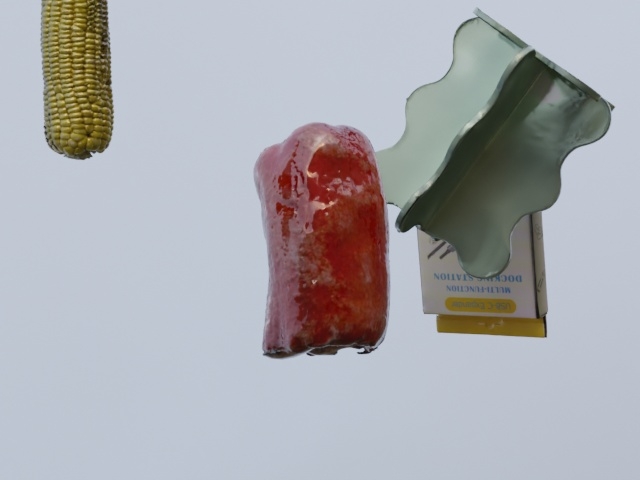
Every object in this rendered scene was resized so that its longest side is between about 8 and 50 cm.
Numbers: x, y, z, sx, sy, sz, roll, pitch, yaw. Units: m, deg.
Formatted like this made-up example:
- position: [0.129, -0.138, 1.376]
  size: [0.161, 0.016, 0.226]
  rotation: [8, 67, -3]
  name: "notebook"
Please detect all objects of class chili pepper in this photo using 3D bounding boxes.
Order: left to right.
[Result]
- position: [0.000, 0.000, 0.871]
  size: [0.073, 0.123, 0.070]
  rotation: [-7, -7, 10]
  name: "chili pepper"

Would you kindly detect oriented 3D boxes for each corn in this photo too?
- position: [-0.245, -0.182, 1.637]
  size: [0.072, 0.203, 0.072]
  rotation: [-3, 3, 0]
  name: "corn"

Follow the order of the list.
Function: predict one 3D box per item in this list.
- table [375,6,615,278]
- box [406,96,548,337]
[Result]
- position: [0.144, -0.082, 1.457]
  size: [0.198, 0.166, 0.166]
  rotation: [-55, -28, 9]
  name: "table"
- position: [0.155, -0.022, 1.603]
  size: [0.129, 0.247, 0.033]
  rotation: [0, 12, 29]
  name: "box"
